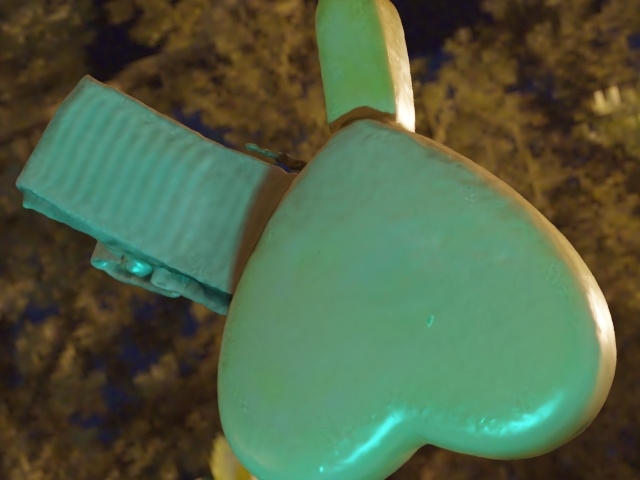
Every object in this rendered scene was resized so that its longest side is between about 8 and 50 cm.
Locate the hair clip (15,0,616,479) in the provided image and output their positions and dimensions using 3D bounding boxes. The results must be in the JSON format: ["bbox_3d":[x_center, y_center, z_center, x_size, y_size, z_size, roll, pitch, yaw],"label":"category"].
[{"bbox_3d":[0.000,-0.003,0.560,0.218,0.159,0.071,23,178,32],"label":"hair clip"}]
